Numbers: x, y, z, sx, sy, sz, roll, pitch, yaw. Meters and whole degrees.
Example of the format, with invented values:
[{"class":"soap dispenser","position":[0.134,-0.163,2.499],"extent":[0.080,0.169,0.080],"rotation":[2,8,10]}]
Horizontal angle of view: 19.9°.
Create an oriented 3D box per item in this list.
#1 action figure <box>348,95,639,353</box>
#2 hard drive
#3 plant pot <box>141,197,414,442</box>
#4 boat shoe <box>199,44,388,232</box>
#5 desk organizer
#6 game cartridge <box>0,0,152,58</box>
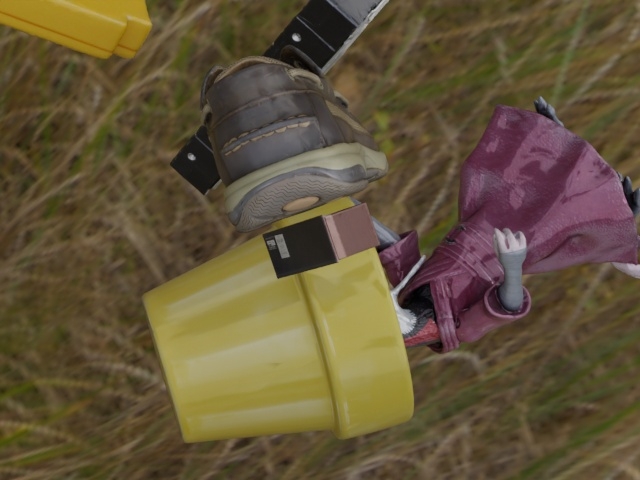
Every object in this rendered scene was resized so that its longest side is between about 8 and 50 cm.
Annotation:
[{"class":"action figure","position":[0.179,0.020,2.109],"extent":[0.370,0.248,0.275],"rotation":[-45,139,-13]},{"class":"hard drive","position":[-0.012,-0.209,1.958],"extent":[0.064,0.339,0.237],"rotation":[41,46,-4]},{"class":"plant pot","position":[-0.052,0.103,1.918],"extent":[0.239,0.254,0.254],"rotation":[-17,82,-7]},{"class":"boat shoe","position":[-0.024,-0.091,1.444],"extent":[0.132,0.355,0.130],"rotation":[-19,93,0]},{"class":"desk organizer","position":[0.000,0.000,1.727],"extent":[0.050,0.130,0.047],"rotation":[-20,92,-28]},{"class":"game cartridge","position":[-0.288,-0.284,1.466],"extent":[0.285,0.052,0.323],"rotation":[18,35,-30]}]
